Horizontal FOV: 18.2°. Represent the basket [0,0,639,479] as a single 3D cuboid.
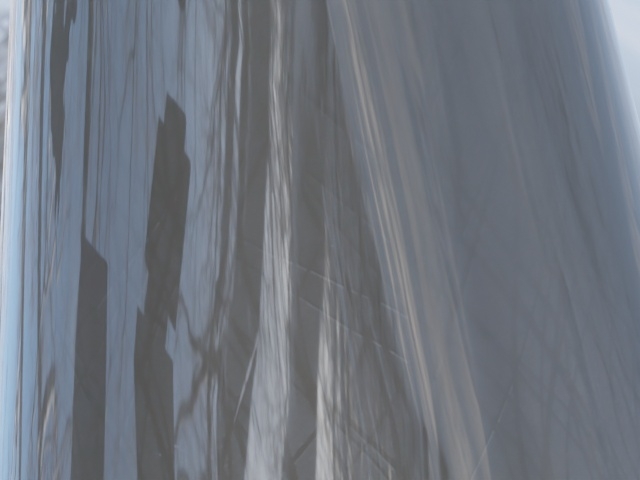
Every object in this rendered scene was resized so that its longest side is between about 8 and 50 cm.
[{"bbox_3d":[0.000,0.000,0.492,0.154,0.204,0.227,-34,-62,-78],"label":"basket"}]
